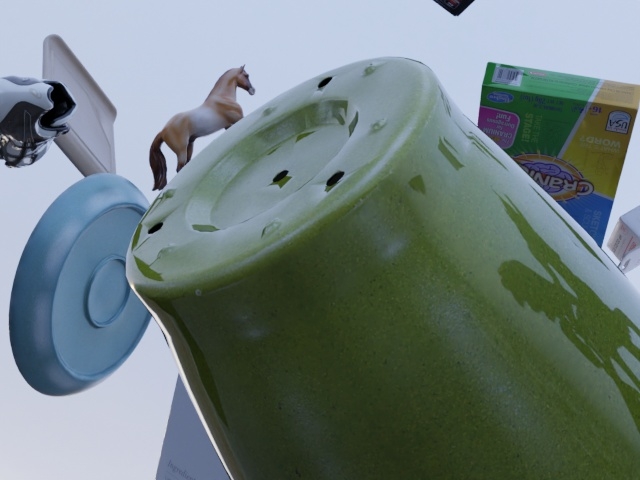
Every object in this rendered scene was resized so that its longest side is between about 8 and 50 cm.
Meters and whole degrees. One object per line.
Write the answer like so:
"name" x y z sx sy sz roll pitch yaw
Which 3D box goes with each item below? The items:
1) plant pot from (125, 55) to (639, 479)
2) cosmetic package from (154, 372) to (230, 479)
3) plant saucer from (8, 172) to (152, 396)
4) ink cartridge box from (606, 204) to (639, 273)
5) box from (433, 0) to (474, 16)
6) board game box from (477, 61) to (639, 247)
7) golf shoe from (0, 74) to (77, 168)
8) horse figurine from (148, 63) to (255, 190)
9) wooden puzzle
"plant pot" 0.057 0.075 0.739 0.366 0.366 0.353 -8 -54 46
"cosmetic package" -0.050 0.250 1.217 0.230 0.453 0.161 4 11 -45
"plant saucer" -0.304 0.067 1.431 0.044 0.317 0.317 14 -26 24
"ink cartridge box" 0.528 -0.018 1.669 0.061 0.181 0.104 55 -14 24
"box" 0.197 -0.505 1.643 0.270 0.060 0.216 27 -55 -35
"board game box" 0.373 -0.134 1.712 0.242 0.064 0.316 11 -41 12
"golf shoe" -0.283 -0.117 1.039 0.094 0.077 0.198 -6 -2 0
"horse figurine" -0.207 -0.189 1.885 0.174 0.263 0.066 61 -10 -6
"wooden puzzle" -0.434 -0.220 1.852 0.044 0.238 0.221 -21 -46 13
